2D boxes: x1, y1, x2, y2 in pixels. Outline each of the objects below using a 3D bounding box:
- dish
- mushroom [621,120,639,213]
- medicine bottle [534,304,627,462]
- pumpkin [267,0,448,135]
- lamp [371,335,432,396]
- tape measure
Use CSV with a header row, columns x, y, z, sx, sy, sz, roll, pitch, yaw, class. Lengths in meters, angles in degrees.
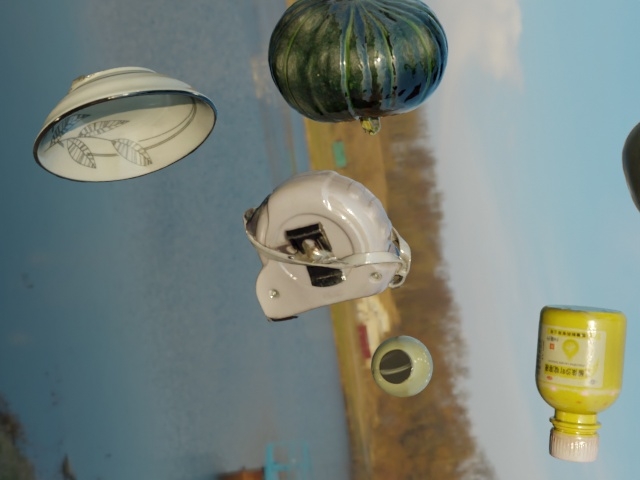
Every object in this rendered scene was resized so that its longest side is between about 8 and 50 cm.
x,y,z,sx,sy,sz,roll,pitch,yaw,class
-0.339,-0.215,1.710,0.316,0.316,0.106,77,-4,-72,dish
0.598,-0.122,1.607,0.207,0.215,0.207,60,12,-22,mushroom
0.364,0.201,1.414,0.122,0.122,0.212,-28,123,-89,medicine bottle
0.055,-0.247,1.390,0.250,0.250,0.216,-95,171,-69,pumpkin
0.132,0.190,1.511,0.163,0.091,0.091,24,56,-71,lamp
0.000,0.000,1.398,0.197,0.236,0.120,67,26,-18,tape measure
